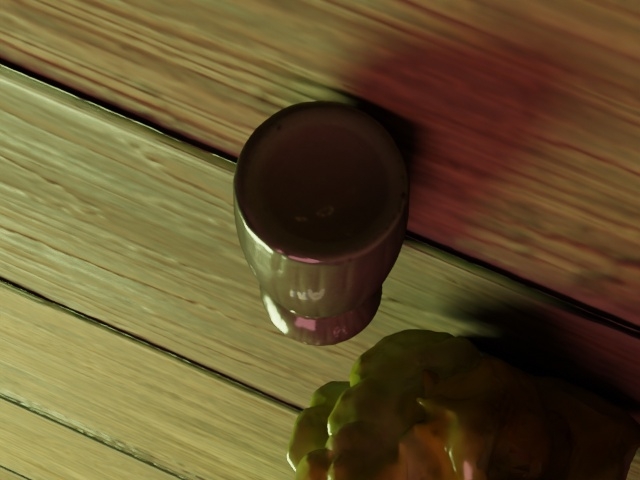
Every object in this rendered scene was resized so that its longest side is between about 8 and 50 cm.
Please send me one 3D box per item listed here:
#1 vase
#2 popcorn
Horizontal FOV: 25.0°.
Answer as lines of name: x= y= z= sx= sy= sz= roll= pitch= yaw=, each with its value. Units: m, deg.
vase: x=0.000 y=0.000 z=0.461 sx=0.053 sy=0.053 sz=0.101 roll=22 pitch=161 yaw=8
popcorn: x=0.055 y=0.103 z=0.534 sx=0.126 sy=0.126 sz=0.145 roll=-11 pitch=114 yaw=43
